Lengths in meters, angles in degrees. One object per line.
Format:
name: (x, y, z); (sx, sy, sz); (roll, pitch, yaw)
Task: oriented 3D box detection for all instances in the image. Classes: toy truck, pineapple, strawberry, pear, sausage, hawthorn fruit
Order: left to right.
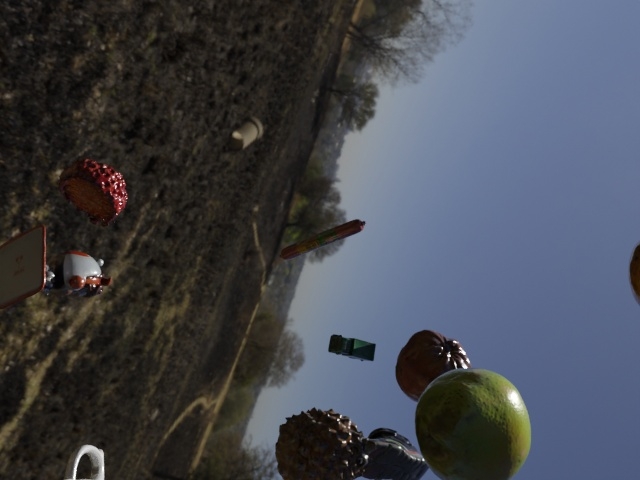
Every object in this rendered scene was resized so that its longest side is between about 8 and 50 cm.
strawberry: (-0.465, -0.106, 1.110); (0.145, 0.145, 0.086); (114, -9, -48)
sausage: (0.000, 0.000, 1.104); (0.223, 0.029, 0.029); (-22, -148, 32)
pineapple: (0.014, 0.395, 1.020); (0.166, 0.193, 0.166); (-13, 90, -71)
toy truck: (0.099, 0.350, 1.748); (0.079, 0.147, 0.065); (-11, -117, 51)
hawthorn fruit: (0.373, 0.432, 1.819); (0.262, 0.258, 0.258); (-32, -151, 42)
pear: (0.232, 0.295, 0.848); (0.220, 0.188, 0.187); (13, 100, -54)

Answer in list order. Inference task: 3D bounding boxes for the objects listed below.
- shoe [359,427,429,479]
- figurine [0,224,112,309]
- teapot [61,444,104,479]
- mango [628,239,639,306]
shoe: (0.170, 0.552, 1.414); (0.114, 0.291, 0.137); (-53, -140, 7)
figurine: (-0.613, 0.083, 1.281); (0.226, 0.184, 0.160); (23, 52, -57)
teapot: (-0.441, 0.539, 0.995); (0.139, 0.205, 0.297); (42, 42, -72)
mango: (0.795, 0.084, 1.235); (0.290, 0.160, 0.190); (17, 68, -63)
